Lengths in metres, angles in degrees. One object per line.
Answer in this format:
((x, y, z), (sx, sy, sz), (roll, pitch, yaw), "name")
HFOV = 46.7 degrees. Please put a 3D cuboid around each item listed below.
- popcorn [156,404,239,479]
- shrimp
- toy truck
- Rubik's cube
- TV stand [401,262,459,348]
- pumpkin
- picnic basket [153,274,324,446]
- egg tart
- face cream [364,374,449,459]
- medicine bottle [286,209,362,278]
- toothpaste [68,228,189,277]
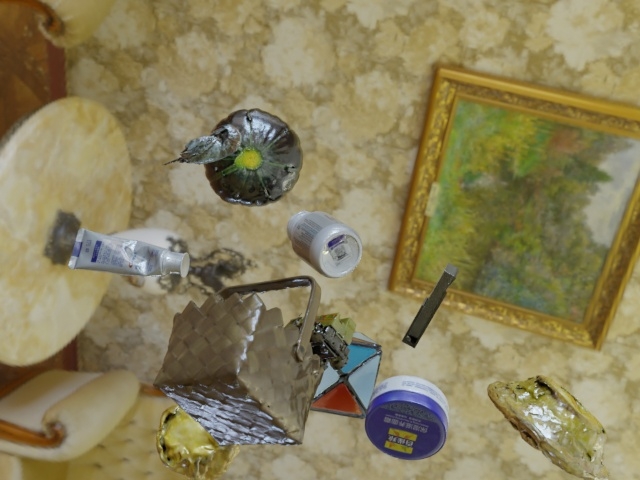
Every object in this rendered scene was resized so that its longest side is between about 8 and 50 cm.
((-0.330, 0.545, 2.043), (0.190, 0.250, 0.250), (-5, 110, -75), "popcorn")
((-0.310, -0.233, 1.917), (0.090, 0.232, 0.079), (6, 66, -75), "shrimp")
((-0.037, 0.245, 1.825), (0.127, 0.257, 0.127), (50, 46, -21), "toy truck")
((0.036, 0.422, 2.430), (0.248, 0.250, 0.246), (-167, -91, -73), "Rubik's cube")
((0.284, 0.170, 1.920), (0.049, 0.040, 0.256), (-50, 166, -56), "TV stand")
((-0.197, -0.244, 2.199), (0.296, 0.295, 0.296), (15, 90, -81), "pumpkin")
((-0.137, 0.212, 1.435), (0.291, 0.254, 0.321), (56, 34, -38), "picnic basket")
((0.539, 0.415, 1.686), (0.129, 0.341, 0.341), (-49, 175, 10), "egg tart")
((0.218, 0.439, 1.853), (0.111, 0.206, 0.206), (-64, 166, -57), "face cream")
((0.000, 0.000, 1.841), (0.215, 0.135, 0.135), (34, -65, 57), "medicine bottle")
((-0.430, 0.037, 1.668), (0.061, 0.266, 0.096), (78, 21, -72), "toothpaste")
